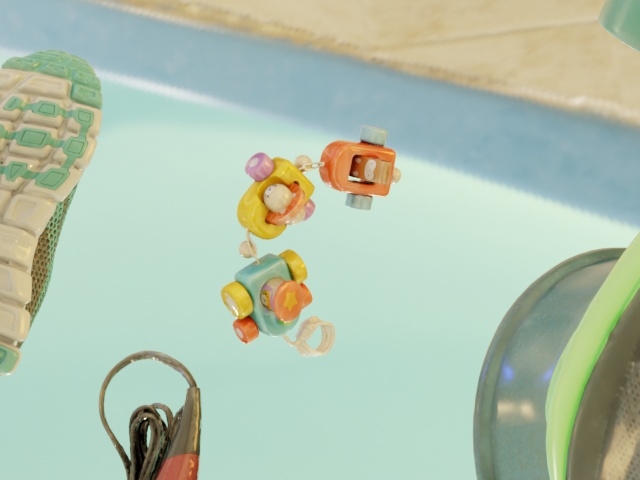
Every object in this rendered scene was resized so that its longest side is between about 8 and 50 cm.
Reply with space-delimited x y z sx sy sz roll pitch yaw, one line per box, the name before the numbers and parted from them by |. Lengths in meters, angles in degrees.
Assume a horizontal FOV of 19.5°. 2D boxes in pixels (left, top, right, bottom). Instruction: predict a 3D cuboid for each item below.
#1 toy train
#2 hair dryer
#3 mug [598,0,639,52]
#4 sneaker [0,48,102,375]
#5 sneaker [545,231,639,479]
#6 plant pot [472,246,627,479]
toy train | 0.000 0.000 1.254 0.046 0.125 0.166 21 97 55
hair dryer | -0.124 0.236 1.296 0.293 0.080 0.224 50 121 38
mug | 0.313 -0.215 1.624 0.158 0.129 0.097 45 118 42
sneaker | -0.143 -0.006 0.834 0.065 0.166 0.076 20 163 -2
sneaker | 0.186 0.180 0.585 0.202 0.185 0.483 -142 43 -60
plant pot | 0.352 0.155 1.469 0.334 0.341 0.341 -14 102 60
